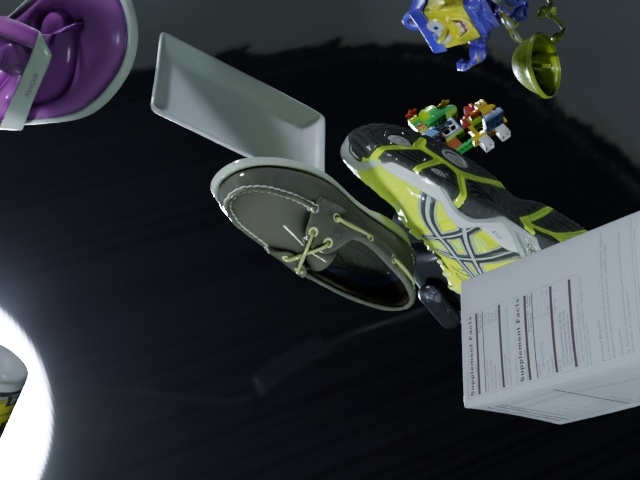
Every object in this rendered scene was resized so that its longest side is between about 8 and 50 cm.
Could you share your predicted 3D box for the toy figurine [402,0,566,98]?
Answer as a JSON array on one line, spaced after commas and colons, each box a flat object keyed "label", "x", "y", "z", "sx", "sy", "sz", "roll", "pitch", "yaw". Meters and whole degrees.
[{"label": "toy figurine", "x": 0.252, "y": -0.386, "z": 1.934, "sx": 0.362, "sy": 0.217, "sz": 0.191, "roll": 46, "pitch": -134, "yaw": -47}]

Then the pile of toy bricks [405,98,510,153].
[{"label": "pile of toy bricks", "x": 0.172, "y": -0.162, "z": 1.715, "sx": 0.105, "sy": 0.212, "sz": 0.118, "roll": 53, "pitch": 172, "yaw": 29}]

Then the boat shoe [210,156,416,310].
[{"label": "boat shoe", "x": 0.003, "y": -0.003, "z": 1.338, "sx": 0.109, "sy": 0.305, "sz": 0.091, "roll": -39, "pitch": 44, "yaw": 28}]

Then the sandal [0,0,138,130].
[{"label": "sandal", "x": -0.396, "y": -0.214, "z": 1.462, "sx": 0.416, "sy": 0.102, "sz": 0.169, "roll": -15, "pitch": 98, "yaw": 36}]

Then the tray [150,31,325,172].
[{"label": "tray", "x": -0.109, "y": -0.164, "z": 1.532, "sx": 0.030, "sy": 0.270, "sz": 0.145, "roll": -40, "pitch": 37, "yaw": 39}]

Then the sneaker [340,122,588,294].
[{"label": "sneaker", "x": 0.181, "y": -0.008, "z": 1.448, "sx": 0.147, "sy": 0.384, "sz": 0.145, "roll": -54, "pitch": 10, "yaw": 26}]

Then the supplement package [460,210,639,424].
[{"label": "supplement package", "x": 0.260, "y": 0.081, "z": 1.078, "sx": 0.244, "sy": 0.139, "sz": 0.134, "roll": -27, "pitch": 56, "yaw": 51}]

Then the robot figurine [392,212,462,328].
[{"label": "robot figurine", "x": 0.227, "y": 0.021, "z": 1.964, "sx": 0.278, "sy": 0.209, "sz": 0.173, "roll": 52, "pitch": 174, "yaw": -37}]

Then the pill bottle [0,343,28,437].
[{"label": "pill bottle", "x": -0.466, "y": 0.236, "z": 1.464, "sx": 0.119, "sy": 0.119, "sz": 0.208, "roll": 44, "pitch": 112, "yaw": 51}]
